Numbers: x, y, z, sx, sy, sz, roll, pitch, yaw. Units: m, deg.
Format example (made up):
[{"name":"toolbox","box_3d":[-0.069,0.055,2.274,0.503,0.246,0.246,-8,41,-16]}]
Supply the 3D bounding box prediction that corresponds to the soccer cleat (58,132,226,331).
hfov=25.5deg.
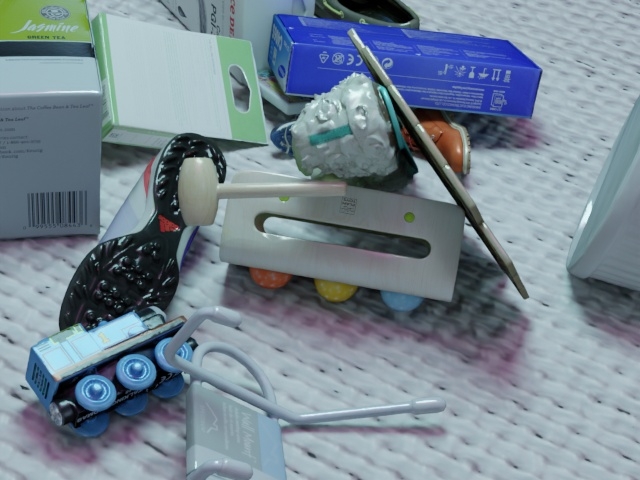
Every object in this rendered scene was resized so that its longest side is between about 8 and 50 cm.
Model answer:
[{"name":"soccer cleat","box_3d":[-0.212,0.015,1.650,0.108,0.116,0.318,33,56,-10]}]

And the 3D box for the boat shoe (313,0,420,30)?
[{"name":"boat shoe","box_3d":[0.052,-0.357,2.137,0.109,0.091,0.305,-19,45,-29]}]

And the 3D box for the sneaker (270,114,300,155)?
[{"name":"sneaker","box_3d":[-0.016,-0.151,1.915,0.135,0.052,0.058,-13,32,-34]}]

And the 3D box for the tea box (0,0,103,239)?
[{"name":"tea box","box_3d":[-0.445,-0.176,1.740,0.329,0.220,0.323,-3,40,-12]}]

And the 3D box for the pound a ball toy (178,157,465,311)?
[{"name":"pound a ball toy","box_3d":[0.000,0.000,1.620,0.319,0.136,0.208,9,-1,3]}]

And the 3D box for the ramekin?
[{"name":"ramekin","box_3d":[0.407,-0.058,1.694,0.127,0.273,0.273,24,40,2]}]

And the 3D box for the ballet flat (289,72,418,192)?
[{"name":"ballet flat","box_3d":[0.033,-0.121,1.698,0.147,0.147,0.409,12,-2,7]}]

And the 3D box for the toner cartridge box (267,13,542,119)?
[{"name":"toner cartridge box","box_3d":[0.111,-0.240,1.942,0.347,0.075,0.165,5,20,-12]}]

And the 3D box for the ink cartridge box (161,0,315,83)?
[{"name":"ink cartridge box","box_3d":[-0.130,-0.392,2.063,0.117,0.207,0.283,-18,45,-26]}]

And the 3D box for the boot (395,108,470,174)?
[{"name":"boot","box_3d":[0.151,-0.132,1.906,0.084,0.059,0.158,-8,32,-13]}]

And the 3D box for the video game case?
[{"name":"video game case","box_3d":[-0.015,-0.212,1.970,0.143,0.019,0.157,-9,27,-25]}]

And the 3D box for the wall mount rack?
[{"name":"wall mount rack","box_3d":[-0.011,0.216,1.399,0.304,0.130,0.350,27,33,-27]}]

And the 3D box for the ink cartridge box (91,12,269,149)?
[{"name":"ink cartridge box","box_3d":[-0.193,-0.204,1.892,0.235,0.056,0.171,7,62,-35]}]

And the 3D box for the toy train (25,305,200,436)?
[{"name":"toy train","box_3d":[-0.216,0.129,1.490,0.184,0.080,0.105,-25,65,-33]}]

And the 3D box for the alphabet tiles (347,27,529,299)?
[{"name":"alphabet tiles","box_3d":[0.139,-0.087,1.651,0.011,0.285,0.342,-34,69,4]}]
